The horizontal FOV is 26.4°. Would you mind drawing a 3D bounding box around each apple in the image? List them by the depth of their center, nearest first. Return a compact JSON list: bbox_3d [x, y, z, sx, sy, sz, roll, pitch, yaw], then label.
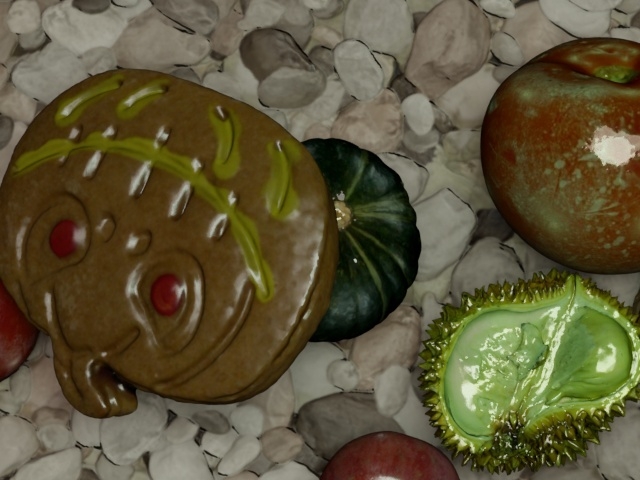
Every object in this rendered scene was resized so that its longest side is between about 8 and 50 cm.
[{"bbox_3d":[0.071,0.267,1.394,0.154,0.120,0.153,3,111,7],"label":"apple"}]

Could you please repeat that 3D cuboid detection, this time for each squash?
[{"bbox_3d":[0.003,0.000,1.421,0.218,0.172,0.218,0,74,2],"label":"squash"}]

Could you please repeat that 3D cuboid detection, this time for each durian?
[{"bbox_3d":[0.209,0.136,1.394,0.237,0.176,0.200,-22,68,-9],"label":"durian"}]

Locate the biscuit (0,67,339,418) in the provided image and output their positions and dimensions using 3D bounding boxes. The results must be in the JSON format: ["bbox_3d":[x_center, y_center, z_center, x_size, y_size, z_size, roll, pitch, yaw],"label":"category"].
[{"bbox_3d":[-0.172,0.008,1.351,0.394,0.070,0.350,17,85,27],"label":"biscuit"}]

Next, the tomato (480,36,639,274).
[{"bbox_3d":[0.298,-0.081,1.391,0.270,0.270,0.222,-3,112,1],"label":"tomato"}]

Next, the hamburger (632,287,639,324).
[{"bbox_3d":[0.446,0.104,1.414,0.243,0.146,0.285,12,83,10],"label":"hamburger"}]

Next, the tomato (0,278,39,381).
[{"bbox_3d":[-0.413,0.056,1.462,0.228,0.101,0.227,-1,81,4],"label":"tomato"}]
